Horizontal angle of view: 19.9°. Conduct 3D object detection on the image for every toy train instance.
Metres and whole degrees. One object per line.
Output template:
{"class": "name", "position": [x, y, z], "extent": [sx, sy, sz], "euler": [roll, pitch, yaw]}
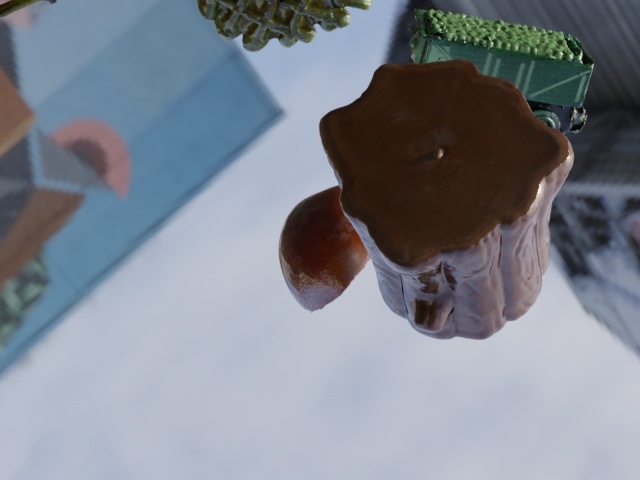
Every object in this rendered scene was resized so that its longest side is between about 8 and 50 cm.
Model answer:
{"class": "toy train", "position": [0.228, -0.204, 2.391], "extent": [0.269, 0.154, 0.115], "euler": [9, -152, -9]}

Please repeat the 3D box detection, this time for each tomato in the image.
{"class": "tomato", "position": [0.000, 0.000, 2.859], "extent": [0.228, 0.112, 0.199], "euler": [-50, -158, 24]}

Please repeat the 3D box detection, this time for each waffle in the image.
{"class": "waffle", "position": [-0.045, -0.252, 1.642], "extent": [0.169, 0.183, 0.036], "euler": [-17, -143, 18]}

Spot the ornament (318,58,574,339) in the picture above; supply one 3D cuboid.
{"class": "ornament", "position": [0.123, -0.022, 1.715], "extent": [0.235, 0.217, 0.221], "euler": [4, -118, 14]}

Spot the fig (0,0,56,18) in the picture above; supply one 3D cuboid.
{"class": "fig", "position": [-0.414, -0.247, 2.114], "extent": [0.236, 0.124, 0.124], "euler": [-12, -148, 18]}
